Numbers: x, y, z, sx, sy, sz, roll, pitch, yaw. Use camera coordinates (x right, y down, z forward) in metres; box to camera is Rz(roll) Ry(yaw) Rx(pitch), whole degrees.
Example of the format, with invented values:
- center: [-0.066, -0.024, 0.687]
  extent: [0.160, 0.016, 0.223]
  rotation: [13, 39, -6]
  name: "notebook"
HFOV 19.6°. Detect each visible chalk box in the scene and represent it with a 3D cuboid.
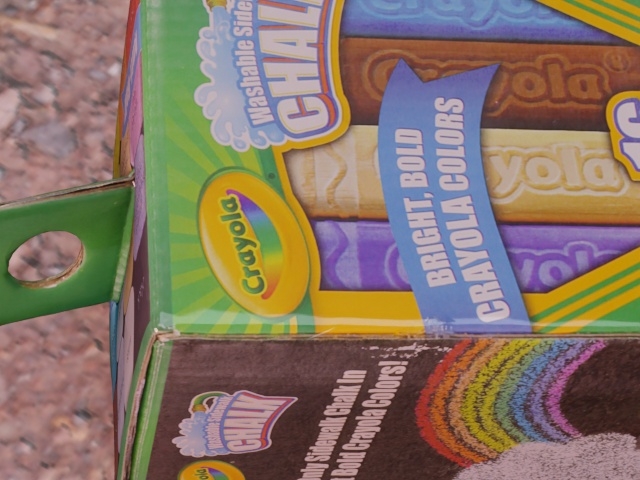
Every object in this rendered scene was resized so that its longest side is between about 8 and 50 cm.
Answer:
- center: [0.000, 0.000, 0.752]
  extent: [0.289, 0.180, 0.179]
  rotation: [2, 60, -10]
  name: "chalk box"
